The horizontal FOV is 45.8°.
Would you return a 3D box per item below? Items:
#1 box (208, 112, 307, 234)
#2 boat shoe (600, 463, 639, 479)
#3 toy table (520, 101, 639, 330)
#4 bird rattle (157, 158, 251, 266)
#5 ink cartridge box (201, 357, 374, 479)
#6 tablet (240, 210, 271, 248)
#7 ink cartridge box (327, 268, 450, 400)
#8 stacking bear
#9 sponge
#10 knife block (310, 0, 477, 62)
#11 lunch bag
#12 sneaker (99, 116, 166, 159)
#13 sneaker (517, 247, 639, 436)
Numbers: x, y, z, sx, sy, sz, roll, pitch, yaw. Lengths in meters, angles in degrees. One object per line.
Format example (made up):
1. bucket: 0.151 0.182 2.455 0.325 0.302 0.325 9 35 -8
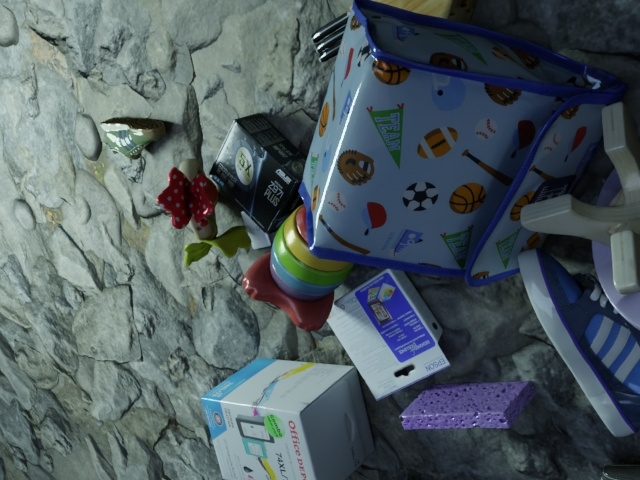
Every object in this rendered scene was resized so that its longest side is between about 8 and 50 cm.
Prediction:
1. box: -0.110 -0.129 1.458 0.180 0.077 0.147 46 129 15
2. boat shoe: 0.541 0.355 1.150 0.223 0.080 0.073 -2 101 33
3. toy table: 0.399 -0.032 0.944 0.252 0.161 0.274 -27 48 30
4. bird rattle: -0.251 -0.070 1.505 0.143 0.207 0.253 -20 140 7
5. ink cartridge box: -0.064 0.376 1.550 0.270 0.197 0.198 -3 107 38
6. tablet: -0.134 -0.025 1.568 0.054 0.006 0.083 -12 101 40
7. ink cartridge box: 0.125 0.174 1.419 0.206 0.045 0.208 -36 83 41
8. stacking bear: 0.000 0.000 1.344 0.175 0.164 0.289 32 136 1
9. sponge: 0.253 0.286 1.316 0.210 0.117 0.031 -13 101 41
10. knife block: 0.109 -0.359 1.183 0.242 0.088 0.276 31 125 24
11. lunch bag: 0.196 -0.120 1.068 0.385 0.239 0.328 10 125 -14
12. sneaker: -0.405 -0.220 1.668 0.192 0.064 0.086 11 122 35
13. sneaker: 0.451 0.106 1.065 0.236 0.130 0.323 -30 96 19
